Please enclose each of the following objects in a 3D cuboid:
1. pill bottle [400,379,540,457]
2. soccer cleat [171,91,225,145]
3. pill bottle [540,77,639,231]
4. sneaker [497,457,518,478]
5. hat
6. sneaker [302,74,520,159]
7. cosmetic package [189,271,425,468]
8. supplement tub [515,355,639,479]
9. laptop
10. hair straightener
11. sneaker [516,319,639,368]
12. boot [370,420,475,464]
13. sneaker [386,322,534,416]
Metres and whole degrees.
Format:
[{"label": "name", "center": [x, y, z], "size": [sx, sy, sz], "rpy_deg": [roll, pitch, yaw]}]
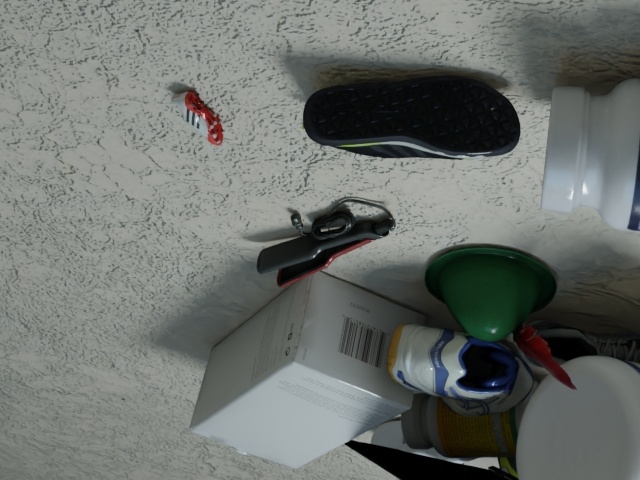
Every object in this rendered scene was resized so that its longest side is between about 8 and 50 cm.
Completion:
[{"label": "pill bottle", "center": [0.235, 0.274, 1.894], "size": [0.208, 0.117, 0.117], "rpy_deg": [-7, 146, 28]}, {"label": "soccer cleat", "center": [-0.138, -0.138, 1.396], "size": [0.036, 0.029, 0.083], "rpy_deg": [2, 147, 33]}, {"label": "pill bottle", "center": [0.353, -0.079, 1.203], "size": [0.265, 0.153, 0.153], "rpy_deg": [5, 150, 9]}, {"label": "sneaker", "center": [0.386, 0.360, 2.030], "size": [0.121, 0.111, 0.300], "rpy_deg": [-31, 133, 27]}, {"label": "hat", "center": [0.212, 0.124, 1.571], "size": [0.173, 0.183, 0.208], "rpy_deg": [14, 150, -6]}, {"label": "sneaker", "center": [0.095, -0.128, 1.309], "size": [0.235, 0.084, 0.097], "rpy_deg": [6, 174, 10]}, {"label": "cosmetic package", "center": [-0.027, 0.202, 1.818], "size": [0.197, 0.155, 0.365], "rpy_deg": [24, 149, -20]}, {"label": "supplement tub", "center": [0.439, 0.279, 1.564], "size": [0.325, 0.235, 0.235], "rpy_deg": [12, 154, -30]}, {"label": "laptop", "center": [0.247, 0.458, 1.766], "size": [0.236, 0.408, 0.382], "rpy_deg": [-21, -171, -15]}, {"label": "hair straightener", "center": [0.000, 0.000, 1.565], "size": [0.230, 0.047, 0.089], "rpy_deg": [-19, 139, 41]}, {"label": "sneaker", "center": [0.376, 0.159, 1.634], "size": [0.229, 0.086, 0.132], "rpy_deg": [8, 178, 5]}, {"label": "boot", "center": [0.213, 0.342, 2.064], "size": [0.123, 0.095, 0.258], "rpy_deg": [25, 156, -36]}, {"label": "sneaker", "center": [0.223, 0.187, 1.685], "size": [0.131, 0.111, 0.296], "rpy_deg": [2, 170, 43]}]
